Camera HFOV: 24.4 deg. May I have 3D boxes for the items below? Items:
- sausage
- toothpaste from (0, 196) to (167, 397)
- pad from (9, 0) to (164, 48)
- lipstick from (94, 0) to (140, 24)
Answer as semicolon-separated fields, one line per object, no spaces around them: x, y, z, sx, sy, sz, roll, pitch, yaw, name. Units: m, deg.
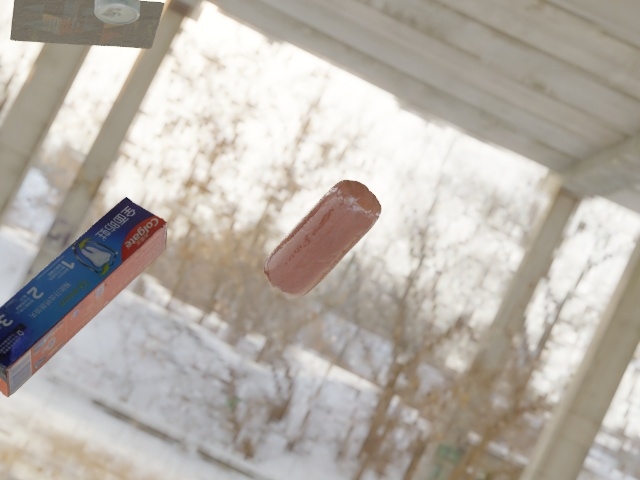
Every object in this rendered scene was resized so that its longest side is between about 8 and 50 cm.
0.000;0.000;1.560;0.062;0.154;0.062;31;31;-21;sausage
-0.323;0.067;1.905;0.076;0.320;0.066;31;-40;18;toothpaste
-0.339;-0.317;2.140;0.211;0.003;0.143;1;-22;-15;pad
-0.251;-0.404;1.871;0.059;0.264;0.059;0;-18;0;lipstick
